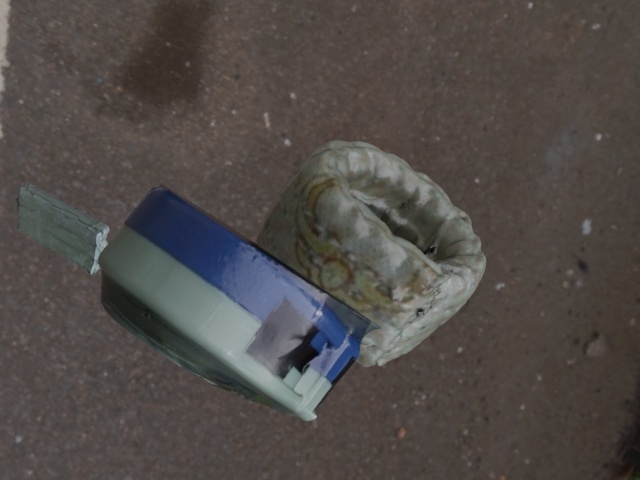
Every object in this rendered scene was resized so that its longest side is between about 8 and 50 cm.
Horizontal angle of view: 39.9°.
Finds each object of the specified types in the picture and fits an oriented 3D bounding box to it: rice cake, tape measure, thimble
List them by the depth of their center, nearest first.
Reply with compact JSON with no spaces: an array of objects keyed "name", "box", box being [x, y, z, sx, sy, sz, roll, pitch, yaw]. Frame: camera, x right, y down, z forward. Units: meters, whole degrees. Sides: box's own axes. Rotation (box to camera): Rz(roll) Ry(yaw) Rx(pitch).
[{"name":"tape measure","box":[-0.103,0.063,0.939,0.138,0.259,0.262,-58,153,-2]},{"name":"thimble","box":[0.068,0.020,1.197,0.291,0.291,0.195,-1,139,-47]},{"name":"rice cake","box":[-0.503,-0.025,1.701,0.038,0.211,0.124,-43,159,-48]}]
